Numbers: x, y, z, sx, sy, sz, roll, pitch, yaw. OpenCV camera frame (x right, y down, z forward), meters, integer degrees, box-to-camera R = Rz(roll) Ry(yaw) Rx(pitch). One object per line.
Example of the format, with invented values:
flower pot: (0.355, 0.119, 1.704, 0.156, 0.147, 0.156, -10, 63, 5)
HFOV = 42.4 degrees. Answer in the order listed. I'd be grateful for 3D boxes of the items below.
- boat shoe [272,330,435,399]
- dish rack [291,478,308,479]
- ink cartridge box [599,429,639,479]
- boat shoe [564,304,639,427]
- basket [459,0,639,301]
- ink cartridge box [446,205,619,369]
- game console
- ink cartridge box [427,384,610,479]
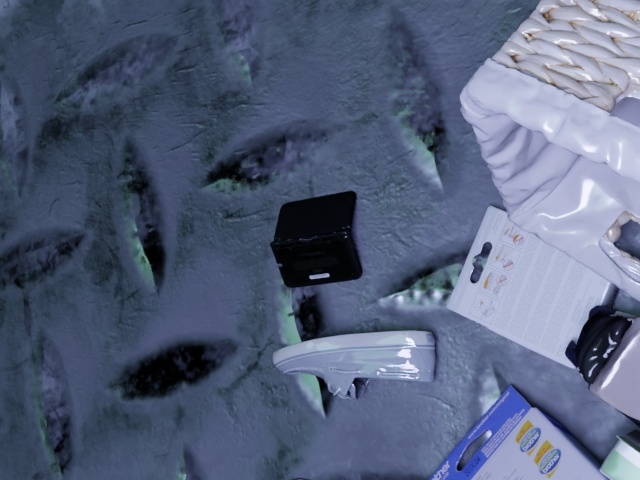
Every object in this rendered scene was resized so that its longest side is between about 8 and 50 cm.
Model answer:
boat shoe: (0.040, 0.166, 1.069, 0.228, 0.079, 0.081, -10, 75, 24)
dish rack: (0.043, 0.424, 1.032, 0.272, 0.074, 0.208, -1, 84, 32)
ink cartridge box: (0.356, 0.256, 0.798, 0.171, 0.235, 0.056, 36, 98, 27)
boat shoe: (0.414, 0.172, 0.854, 0.341, 0.158, 0.127, 33, 97, 0)
basket: (0.356, -0.098, 0.766, 0.328, 0.331, 0.266, 34, 86, 27)
ink cartridge box: (0.259, 0.055, 0.993, 0.179, 0.045, 0.145, 26, 97, 38)
game console: (0.000, 0.000, 1.150, 0.122, 0.071, 0.107, -9, 110, 28)
ink cartridge box: (0.247, 0.317, 0.892, 0.185, 0.065, 0.311, -53, 35, 9)
